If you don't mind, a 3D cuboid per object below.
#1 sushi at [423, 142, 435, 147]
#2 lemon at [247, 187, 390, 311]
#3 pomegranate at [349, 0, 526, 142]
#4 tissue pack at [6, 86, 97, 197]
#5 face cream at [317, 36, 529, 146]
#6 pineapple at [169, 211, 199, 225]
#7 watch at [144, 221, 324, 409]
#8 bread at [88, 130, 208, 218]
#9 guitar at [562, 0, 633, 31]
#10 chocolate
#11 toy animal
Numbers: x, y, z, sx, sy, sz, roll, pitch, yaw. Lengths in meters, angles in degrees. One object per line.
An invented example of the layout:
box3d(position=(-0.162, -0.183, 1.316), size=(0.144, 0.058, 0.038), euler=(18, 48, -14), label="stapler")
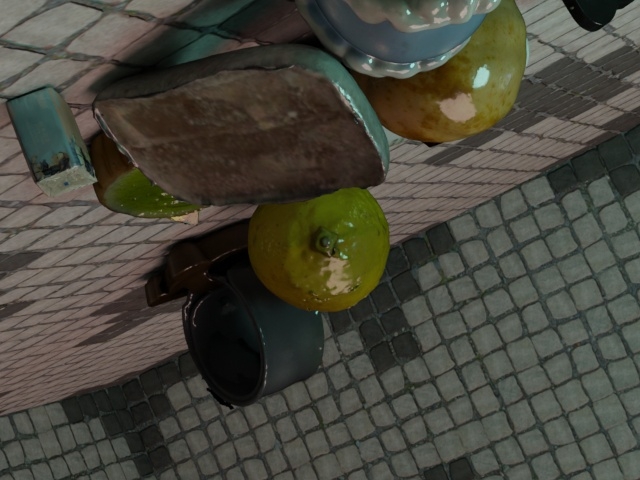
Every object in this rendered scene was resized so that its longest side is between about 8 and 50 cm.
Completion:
box3d(position=(0.187, -0.216, 1.663), size=(0.136, 0.126, 0.225), euler=(-25, 177, -4), label="sushi")
box3d(position=(0.000, 0.000, 2.026), size=(0.253, 0.254, 0.310), euler=(-22, -179, -9), label="lemon")
box3d(position=(0.131, -0.206, 1.274), size=(0.207, 0.207, 0.207), euler=(-23, 172, -4), label="pomegranate")
box3d(position=(-0.274, -0.100, 1.188), size=(0.058, 0.094, 0.074), euler=(-22, 169, -3), label="tissue pack")
box3d(position=(0.117, -0.205, 1.458), size=(0.369, 0.145, 0.145), euler=(-22, 172, -21), label="face cream")
box3d(position=(-0.192, -0.069, 1.709), size=(0.114, 0.077, 0.114), euler=(-45, 165, 32), label="pineapple")
box3d(position=(-0.154, 0.155, 2.307), size=(0.314, 0.327, 0.335), euler=(-17, 170, -37), label="watch")
box3d(position=(-0.171, -0.100, 1.436), size=(0.236, 0.070, 0.236), euler=(-14, 163, -4), label="bread")
box3d(position=(0.415, -0.356, 1.596), size=(0.233, 0.088, 0.025), euler=(-30, 177, -31), label="guitar")
box3d(position=(-0.076, -0.127, 1.216), size=(0.303, 0.185, 0.100), euler=(-3, -134, 35), label="chocolate")
box3d(position=(0.087, -0.247, 1.074), size=(0.208, 0.156, 0.204), euler=(-26, 176, -14), label="toy animal")
